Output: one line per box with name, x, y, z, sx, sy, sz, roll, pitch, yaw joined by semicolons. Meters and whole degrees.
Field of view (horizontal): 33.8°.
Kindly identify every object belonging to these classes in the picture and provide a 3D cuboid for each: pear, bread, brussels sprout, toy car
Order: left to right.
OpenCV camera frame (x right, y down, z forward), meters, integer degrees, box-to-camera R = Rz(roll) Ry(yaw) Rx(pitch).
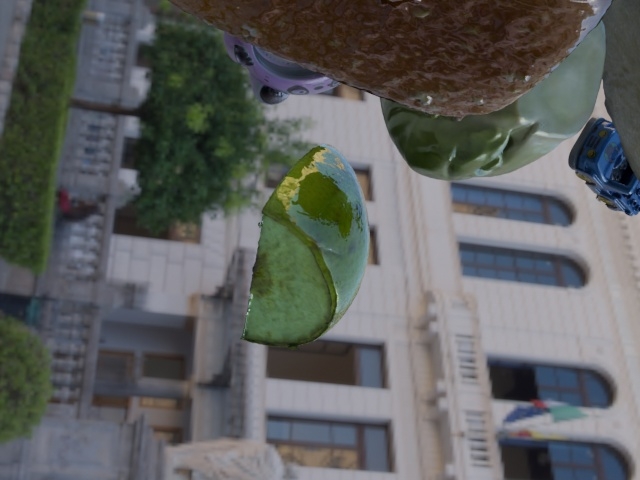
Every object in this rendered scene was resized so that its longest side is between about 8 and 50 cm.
pear;0.004;-0.001;1.435;0.288;0.139;0.239;103;7;-47
bread;0.035;-0.165;0.601;0.184;0.234;0.111;130;-25;-63
brussels sprout;0.197;-0.227;1.296;0.328;0.247;0.328;174;-90;-66
toy car;0.489;-0.114;1.704;0.100;0.191;0.097;25;-97;48

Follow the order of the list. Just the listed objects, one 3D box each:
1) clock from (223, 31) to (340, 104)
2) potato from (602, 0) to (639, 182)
clock;-0.022;-0.299;1.442;0.248;0.227;0.090;77;-2;-54
potato;0.593;-0.187;1.435;0.290;0.295;0.397;94;-25;-67
